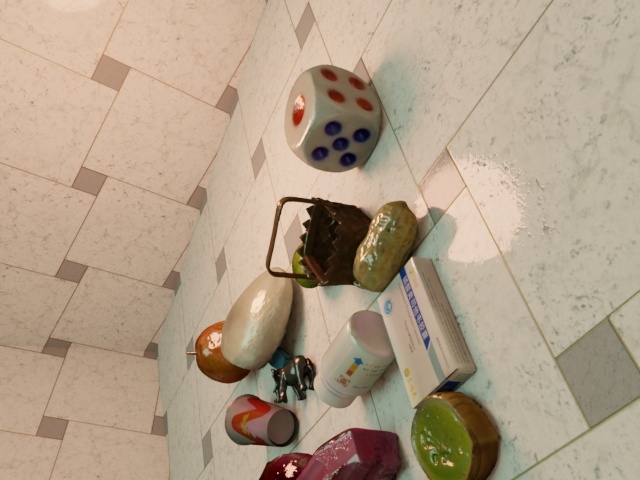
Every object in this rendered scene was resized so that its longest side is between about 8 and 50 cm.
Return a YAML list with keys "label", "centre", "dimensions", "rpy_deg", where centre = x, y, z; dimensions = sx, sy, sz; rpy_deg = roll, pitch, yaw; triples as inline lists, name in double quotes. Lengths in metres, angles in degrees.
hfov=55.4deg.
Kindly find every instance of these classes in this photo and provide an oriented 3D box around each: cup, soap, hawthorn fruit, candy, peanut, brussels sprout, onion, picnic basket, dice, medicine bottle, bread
- label: "cup"
  centre: [-0.213, 0.685, 2.286]
  dimensions: [0.288, 0.203, 0.203]
  rpy_deg: [-13, 71, 54]
- label: "soap"
  centre: [0.070, 0.654, 1.682]
  dimensions: [0.127, 0.220, 0.324]
  rpy_deg: [-103, 31, -52]
- label: "hawthorn fruit"
  centre: [-0.436, 0.484, 2.649]
  dimensions: [0.277, 0.298, 0.277]
  rpy_deg: [-177, 90, -77]
- label: "candy"
  centre: [-0.252, 0.295, 2.386]
  dimensions: [0.427, 0.186, 0.386]
  rpy_deg: [-58, 22, 6]
- label: "peanut"
  centre: [0.179, 0.033, 1.705]
  dimensions: [0.159, 0.143, 0.291]
  rpy_deg: [-84, 15, -61]
- label: "brussels sprout"
  centre: [-0.032, 0.076, 2.122]
  dimensions: [0.180, 0.144, 0.161]
  rpy_deg: [-65, -17, -4]
- label: "onion"
  centre: [-0.096, 0.834, 1.881]
  dimensions: [0.348, 0.285, 0.347]
  rpy_deg: [-11, 74, 44]
- label: "picnic basket"
  centre: [0.000, 0.000, 1.890]
  dimensions: [0.291, 0.321, 0.254]
  rpy_deg: [-133, 52, -60]
- label: "dice"
  centre: [0.039, -0.396, 1.993]
  dimensions: [0.243, 0.251, 0.259]
  rpy_deg: [-57, 36, 38]
- label: "medicine bottle"
  centre: [0.096, 0.349, 1.754]
  dimensions: [0.293, 0.170, 0.170]
  rpy_deg: [-60, 33, 35]
- label: "bread"
  centre: [0.301, 0.461, 1.399]
  dimensions: [0.236, 0.070, 0.236]
  rpy_deg: [-6, 83, 61]

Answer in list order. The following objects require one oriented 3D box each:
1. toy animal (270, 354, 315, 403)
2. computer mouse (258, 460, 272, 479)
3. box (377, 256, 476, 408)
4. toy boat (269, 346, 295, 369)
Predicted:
- label: "toy animal"
  centre: [-0.098, 0.504, 2.194]
  dimensions: [0.245, 0.115, 0.146]
  rpy_deg: [-37, 54, 27]
- label: "computer mouse"
  centre: [-0.199, 0.942, 2.279]
  dimensions: [0.147, 0.088, 0.264]
  rpy_deg: [-93, 22, -63]
- label: "box"
  centre: [0.261, 0.234, 1.571]
  dimensions: [0.200, 0.065, 0.343]
  rpy_deg: [-57, 36, 40]
- label: "toy boat"
  centre: [-0.153, 0.453, 2.360]
  dimensions: [0.185, 0.077, 0.075]
  rpy_deg: [15, 95, 55]
